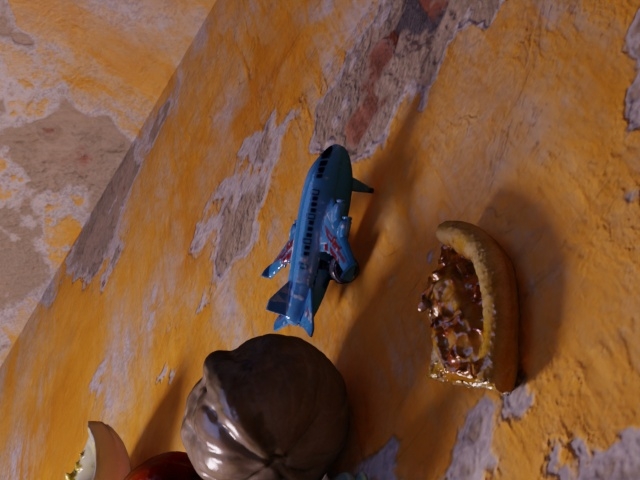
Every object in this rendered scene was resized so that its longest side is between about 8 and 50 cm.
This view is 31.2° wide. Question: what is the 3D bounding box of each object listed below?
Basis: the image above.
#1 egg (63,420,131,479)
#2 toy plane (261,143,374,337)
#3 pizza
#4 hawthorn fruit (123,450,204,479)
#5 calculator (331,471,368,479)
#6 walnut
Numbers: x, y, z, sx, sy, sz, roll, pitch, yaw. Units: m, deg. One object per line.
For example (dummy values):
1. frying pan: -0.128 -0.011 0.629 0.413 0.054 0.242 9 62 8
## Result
1. egg: -0.395 0.463 1.908 0.271 0.162 0.206 -42 -27 -32
2. toy plane: 0.000 0.000 1.586 0.254 0.105 0.271 -1 65 64
3. pizza: 0.160 0.071 1.242 0.134 0.056 0.271 -37 35 34
4. hawthorn fruit: -0.194 0.360 1.586 0.194 0.157 0.157 -46 30 30
5. calculator: 0.015 0.326 1.341 0.153 0.021 0.095 -50 28 33
6. walnut: -0.069 0.216 1.411 0.224 0.224 0.224 -47 30 37
